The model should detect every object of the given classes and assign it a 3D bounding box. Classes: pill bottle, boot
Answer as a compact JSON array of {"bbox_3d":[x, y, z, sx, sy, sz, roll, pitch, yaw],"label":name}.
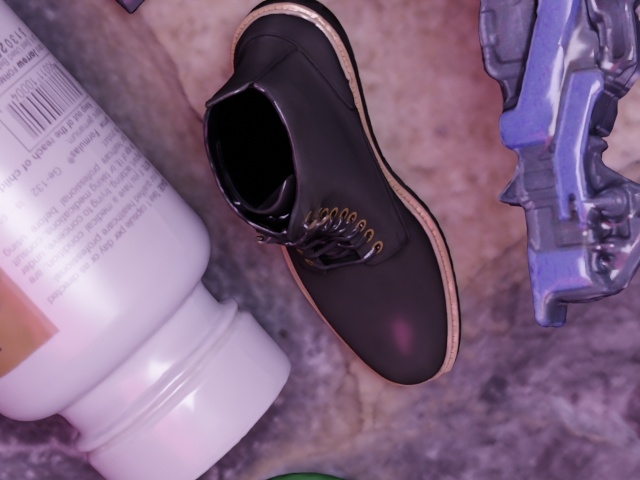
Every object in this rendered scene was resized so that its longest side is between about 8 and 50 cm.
[{"bbox_3d":[-0.126,0.008,0.803,0.131,0.131,0.229,-38,100,20],"label":"pill bottle"},{"bbox_3d":[0.000,0.000,0.777,0.077,0.137,0.198,-23,106,16],"label":"boot"}]

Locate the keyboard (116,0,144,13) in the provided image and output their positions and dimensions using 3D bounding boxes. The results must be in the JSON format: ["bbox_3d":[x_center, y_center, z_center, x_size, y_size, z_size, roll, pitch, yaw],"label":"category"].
[{"bbox_3d":[-0.189,-0.224,0.781,0.317,0.033,0.201,44,111,-8],"label":"keyboard"}]

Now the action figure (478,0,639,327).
[{"bbox_3d":[0.143,-0.133,0.691,0.330,0.178,0.341,1,86,14],"label":"action figure"}]

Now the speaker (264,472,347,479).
[{"bbox_3d":[-0.025,0.220,0.777,0.131,0.296,0.131,3,111,8],"label":"speaker"}]
